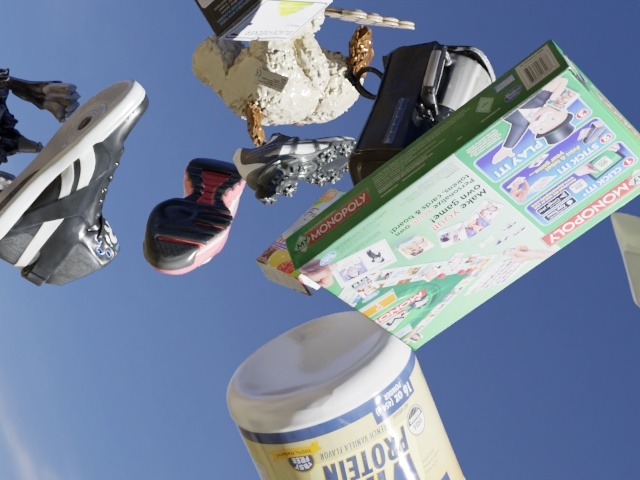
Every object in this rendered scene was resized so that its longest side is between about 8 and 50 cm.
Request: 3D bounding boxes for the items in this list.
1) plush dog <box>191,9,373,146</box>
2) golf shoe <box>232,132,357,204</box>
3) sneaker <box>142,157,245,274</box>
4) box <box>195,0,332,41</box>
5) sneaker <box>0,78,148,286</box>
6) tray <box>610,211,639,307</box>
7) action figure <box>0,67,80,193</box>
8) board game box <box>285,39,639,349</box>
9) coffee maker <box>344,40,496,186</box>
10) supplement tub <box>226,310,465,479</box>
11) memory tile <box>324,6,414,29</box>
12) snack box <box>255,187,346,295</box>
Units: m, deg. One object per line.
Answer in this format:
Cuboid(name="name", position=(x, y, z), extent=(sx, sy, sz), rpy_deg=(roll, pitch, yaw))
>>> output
Cuboid(name="plush dog", position=(-0.034, -0.239, 2.346), extent=(0.262, 0.225, 0.210), rpy_deg=(-30, -113, 44))
Cuboid(name="golf shoe", position=(-0.030, -0.116, 2.082), extent=(0.094, 0.198, 0.077), rpy_deg=(43, -51, 27))
Cuboid(name="sneaker", position=(-0.180, -0.006, 2.320), extent=(0.314, 0.116, 0.136), rpy_deg=(-63, 164, -61))
Cuboid(name="box", position=(-0.124, -0.383, 1.894), extent=(0.087, 0.169, 0.290), rpy_deg=(-36, -103, 27))
Cuboid(name="sneaker", position=(-0.219, -0.047, 1.504), extent=(0.121, 0.217, 0.079), rpy_deg=(43, 9, -26))
Cuboid(name="tray", position=(0.422, 0.060, 1.630), extent=(0.270, 0.030, 0.145), rpy_deg=(20, -35, 42))
Cuboid(name="action figure", position=(-0.347, -0.113, 1.674), extent=(0.275, 0.141, 0.164), rpy_deg=(55, 55, -84))
Cuboid(name="board game box", position=(0.152, -0.033, 1.500), extent=(0.213, 0.317, 0.046), rpy_deg=(36, 24, -46))
Cuboid(name="coffee maker", position=(0.094, -0.115, 1.686), extent=(0.171, 0.178, 0.120), rpy_deg=(-16, -52, 40))
Cuboid(name="supplement tub", position=(0.044, 0.268, 1.859), extent=(0.228, 0.228, 0.316), rpy_deg=(21, -43, 62))
Cuboid(name="memory tile", position=(0.059, -0.335, 2.332), extent=(0.113, 0.148, 0.012), rpy_deg=(13, -83, 42))
Cuboid(name="snack box", position=(0.000, 0.000, 1.933), extent=(0.100, 0.141, 0.037), rpy_deg=(21, -31, 53))
